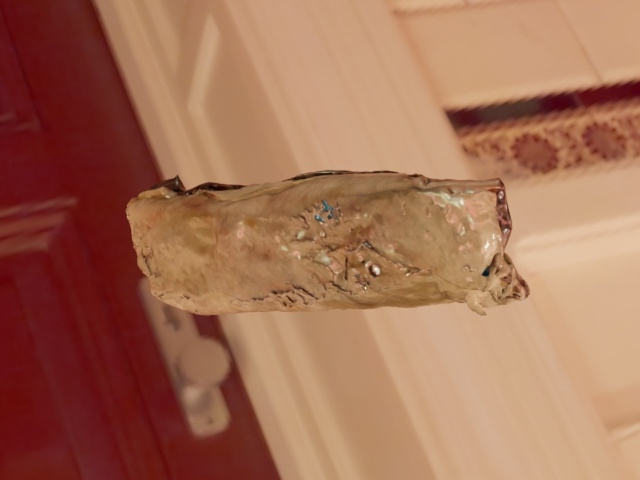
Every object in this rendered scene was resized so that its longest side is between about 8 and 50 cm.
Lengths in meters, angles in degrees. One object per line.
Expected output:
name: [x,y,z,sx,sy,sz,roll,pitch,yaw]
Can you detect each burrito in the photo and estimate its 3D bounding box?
burrito: [-0.001,0.001,0.509,0.171,0.051,0.042,-4,-152,40]
